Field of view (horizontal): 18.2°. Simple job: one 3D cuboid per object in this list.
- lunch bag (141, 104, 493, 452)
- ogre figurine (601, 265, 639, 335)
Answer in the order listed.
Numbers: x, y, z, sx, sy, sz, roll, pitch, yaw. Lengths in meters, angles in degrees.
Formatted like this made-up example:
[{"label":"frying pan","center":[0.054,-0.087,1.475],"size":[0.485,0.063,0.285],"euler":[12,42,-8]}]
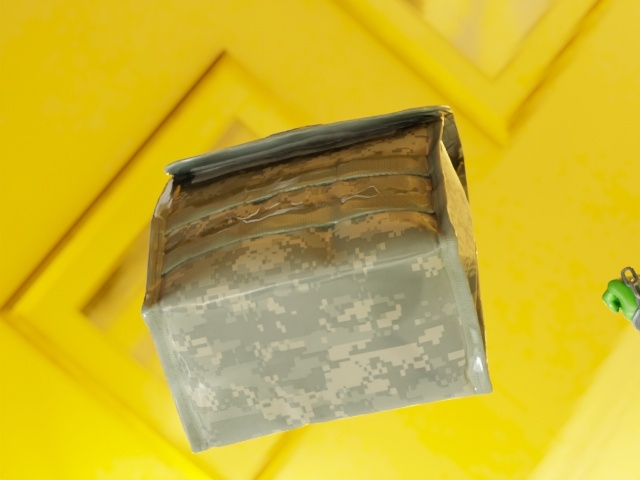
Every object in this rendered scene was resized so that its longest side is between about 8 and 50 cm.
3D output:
[{"label":"lunch bag","center":[0.000,0.000,1.521],"size":[0.235,0.169,0.287],"euler":[-12,-149,7]},{"label":"ogre figurine","center":[0.295,0.071,1.328],"size":[0.097,0.197,0.118],"euler":[-47,-138,25]}]
